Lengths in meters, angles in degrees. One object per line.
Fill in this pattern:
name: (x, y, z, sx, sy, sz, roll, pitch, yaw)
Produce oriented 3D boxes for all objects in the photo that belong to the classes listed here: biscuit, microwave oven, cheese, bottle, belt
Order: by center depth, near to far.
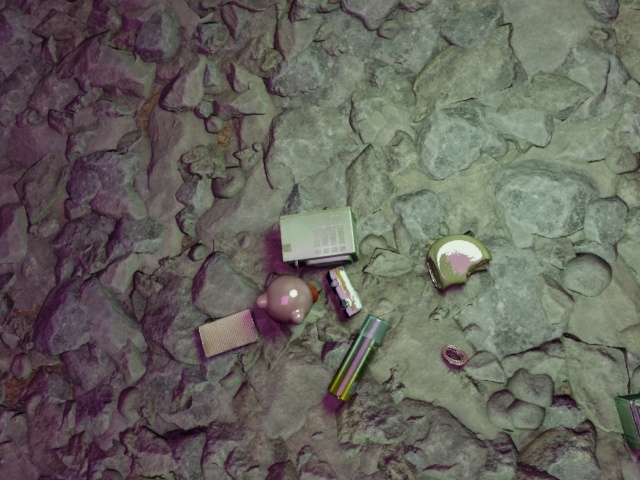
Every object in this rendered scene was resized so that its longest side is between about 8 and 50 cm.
microwave oven: (0.989, 0.510, 1.544, 0.205, 0.129, 0.162, -13, 78, 7)
belt: (0.429, 0.368, 1.718, 0.083, 0.036, 0.059, 29, 86, 16)
bottle: (0.125, 0.379, 1.746, 0.082, 0.082, 0.286, 28, 85, 14)
cheese: (0.452, 0.063, 1.747, 0.203, 0.091, 0.175, -15, 78, 7)
microwave oven: (0.000, 0.000, 1.811, 0.241, 0.145, 0.193, -8, 79, 8)
biscuit: (-0.317, 0.320, 1.859, 0.200, 0.040, 0.121, -18, 79, 7)

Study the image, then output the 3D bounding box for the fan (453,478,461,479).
fan: (0.535, 0.791, 1.624, 0.282, 0.023, 0.057, 13, 80, 14)

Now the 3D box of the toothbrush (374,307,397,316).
toothbrush: (0.212, 0.244, 1.796, 0.097, 0.008, 0.006, -22, 62, 6)

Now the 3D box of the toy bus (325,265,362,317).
toy bus: (0.081, 0.173, 1.809, 0.072, 0.057, 0.171, -25, 76, -5)

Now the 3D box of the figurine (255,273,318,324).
figurine: (-0.109, 0.198, 1.780, 0.174, 0.173, 0.173, -2, 79, 10)
